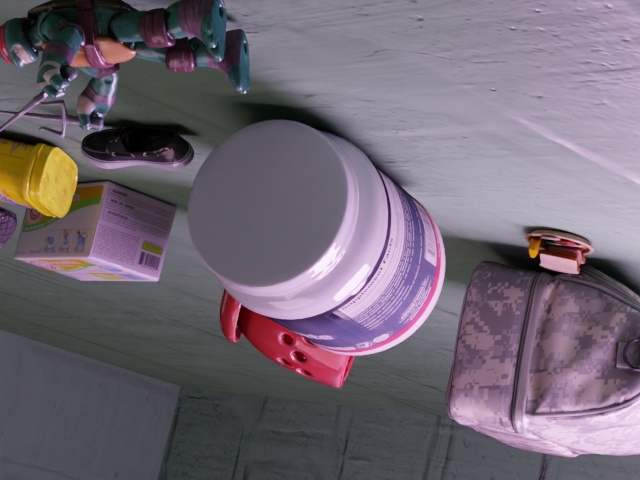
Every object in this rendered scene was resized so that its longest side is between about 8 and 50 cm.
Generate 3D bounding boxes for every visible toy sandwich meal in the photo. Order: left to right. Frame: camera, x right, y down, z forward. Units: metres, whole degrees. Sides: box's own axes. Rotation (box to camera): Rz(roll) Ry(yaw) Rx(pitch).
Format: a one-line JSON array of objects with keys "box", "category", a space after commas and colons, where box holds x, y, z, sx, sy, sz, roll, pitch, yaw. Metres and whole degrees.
[{"box": [0.263, 0.012, 1.878, 0.086, 0.029, 0.085, 13, 169, 3], "category": "toy sandwich meal"}]

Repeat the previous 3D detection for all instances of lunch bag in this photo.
[{"box": [0.324, 0.154, 2.036, 0.256, 0.212, 0.305, 8, 169, 26], "category": "lunch bag"}]

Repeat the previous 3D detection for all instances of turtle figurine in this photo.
[{"box": [-0.183, -0.150, 1.380, 0.234, 0.118, 0.175, -5, 179, 13], "category": "turtle figurine"}]

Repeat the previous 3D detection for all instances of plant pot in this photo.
[{"box": [-0.024, 0.068, 2.084, 0.174, 0.191, 0.191, 17, 169, 6], "category": "plant pot"}]

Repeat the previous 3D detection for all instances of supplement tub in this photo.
[{"box": [0.000, 0.000, 1.708, 0.191, 0.191, 0.272, 8, 168, 25], "category": "supplement tub"}]

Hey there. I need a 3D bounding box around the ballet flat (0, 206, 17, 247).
[{"box": [-0.430, -0.029, 2.067, 0.057, 0.049, 0.173, 11, 173, 31], "category": "ballet flat"}]

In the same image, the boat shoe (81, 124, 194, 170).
[{"box": [-0.201, -0.105, 1.816, 0.142, 0.049, 0.040, 5, 147, 29], "category": "boat shoe"}]

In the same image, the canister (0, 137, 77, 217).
[{"box": [-0.394, -0.087, 2.047, 0.170, 0.073, 0.126, 13, 170, 11], "category": "canister"}]

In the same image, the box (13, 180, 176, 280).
[{"box": [-0.300, -0.010, 2.233, 0.114, 0.103, 0.203, 21, 166, -35], "category": "box"}]
